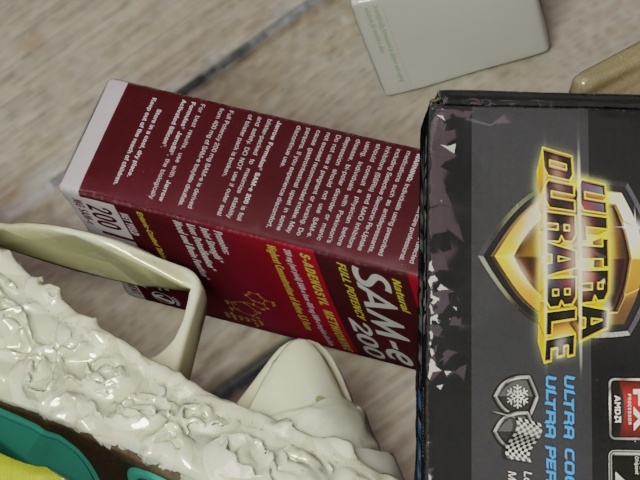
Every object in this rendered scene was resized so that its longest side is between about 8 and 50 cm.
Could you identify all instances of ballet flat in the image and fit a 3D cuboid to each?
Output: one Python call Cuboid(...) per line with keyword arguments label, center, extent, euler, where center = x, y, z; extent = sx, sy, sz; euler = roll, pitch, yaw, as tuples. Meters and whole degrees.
Cuboid(label="ballet flat", center=(-0.072, 0.081, 0.982), extent=(0.409, 0.147, 0.147), euler=(27, 71, 18))

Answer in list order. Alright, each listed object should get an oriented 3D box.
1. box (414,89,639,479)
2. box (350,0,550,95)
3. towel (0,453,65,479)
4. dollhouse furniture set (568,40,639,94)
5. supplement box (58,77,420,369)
Cuboid(label="box", center=(0.188, 0.087, 0.858), extent=(0.293, 0.073, 0.295), euler=(2, 80, -1))
Cuboid(label="box", center=(0.066, -0.151, 1.110), extent=(0.102, 0.101, 0.087), euler=(-16, 60, 6))
Cuboid(label="towel", center=(-0.250, 0.097, 1.097), extent=(0.237, 0.021, 0.102), euler=(-5, 67, 9))
Cuboid(label="dollhouse furniture set", center=(0.248, -0.074, 1.036), extent=(0.259, 0.135, 0.262), euler=(-27, 59, -16))
Cuboid(label="supplement box", center=(0.000, 0.000, 1.027), extent=(0.239, 0.130, 0.073), euler=(13, 66, 20))
